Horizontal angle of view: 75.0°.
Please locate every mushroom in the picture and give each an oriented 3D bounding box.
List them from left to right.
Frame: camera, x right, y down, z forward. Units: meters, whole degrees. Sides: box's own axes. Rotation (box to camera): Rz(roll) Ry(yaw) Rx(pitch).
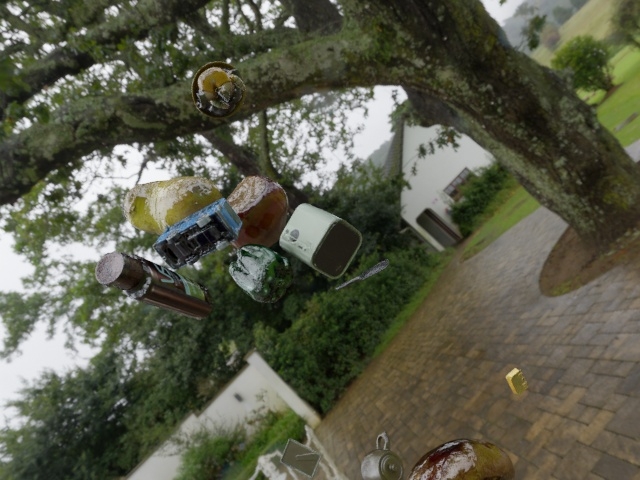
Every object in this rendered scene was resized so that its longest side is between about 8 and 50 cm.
[{"bbox_3d":[0.393,0.696,1.191,0.345,0.345,0.239,-52,16,32],"label":"mushroom"}]

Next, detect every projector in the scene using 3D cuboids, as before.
[{"bbox_3d":[0.000,0.000,1.907,0.248,0.249,0.248,33,-93,-46],"label":"projector"}]

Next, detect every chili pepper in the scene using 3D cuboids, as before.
[{"bbox_3d":[-0.268,0.143,1.874,0.233,0.257,0.248,-56,-30,-12],"label":"chili pepper"}]

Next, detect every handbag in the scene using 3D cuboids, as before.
[{"bbox_3d":[0.734,0.527,1.555,0.061,0.083,0.027,-33,11,-18],"label":"handbag"}]

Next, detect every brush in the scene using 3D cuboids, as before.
[{"bbox_3d":[0.126,0.110,1.281,0.194,0.016,0.063,-31,8,20],"label":"brush"}]

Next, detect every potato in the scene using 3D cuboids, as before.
[{"bbox_3d":[-0.613,-0.185,1.775,0.296,0.398,0.289,-42,28,56],"label":"potato"}]

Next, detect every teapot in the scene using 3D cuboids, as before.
[{"bbox_3d":[0.129,0.444,0.824,0.068,0.076,0.121,-49,31,48],"label":"teapot"}]

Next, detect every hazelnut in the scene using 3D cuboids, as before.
[{"bbox_3d":[-0.345,-0.132,2.172,0.409,0.359,0.359,-54,-4,-30],"label":"hazelnut"}]

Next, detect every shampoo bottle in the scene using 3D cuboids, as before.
[{"bbox_3d":[-0.384,0.108,0.998,0.084,0.129,0.323,-39,-28,1],"label":"shampoo bottle"}]

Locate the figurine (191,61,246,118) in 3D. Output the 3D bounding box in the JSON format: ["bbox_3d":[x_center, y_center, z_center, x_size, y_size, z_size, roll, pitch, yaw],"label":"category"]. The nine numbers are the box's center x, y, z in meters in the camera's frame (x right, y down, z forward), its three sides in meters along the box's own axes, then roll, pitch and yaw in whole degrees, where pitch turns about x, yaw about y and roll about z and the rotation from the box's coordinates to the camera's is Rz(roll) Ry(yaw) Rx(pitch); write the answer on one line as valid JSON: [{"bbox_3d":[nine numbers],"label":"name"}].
[{"bbox_3d":[-0.346,-0.517,1.410,0.192,0.167,0.257,-33,10,-5],"label":"figurine"}]

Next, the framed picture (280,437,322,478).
[{"bbox_3d":[-0.079,0.878,1.680,0.011,0.149,0.109,-1,-67,-78],"label":"framed picture"}]

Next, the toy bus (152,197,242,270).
[{"bbox_3d":[-0.359,-0.018,1.235,0.234,0.116,0.133,-25,28,15],"label":"toy bus"}]
